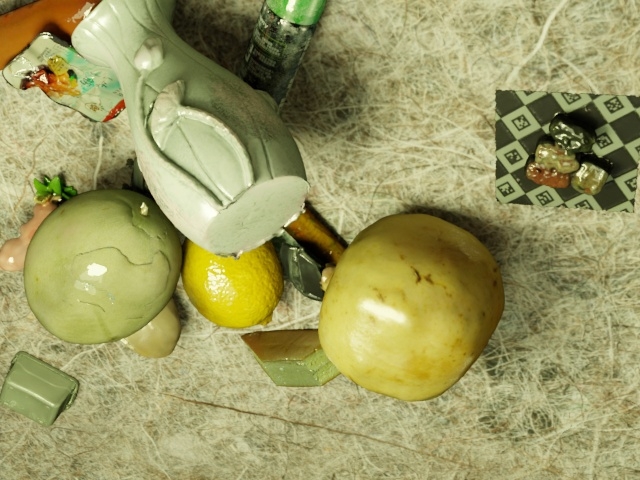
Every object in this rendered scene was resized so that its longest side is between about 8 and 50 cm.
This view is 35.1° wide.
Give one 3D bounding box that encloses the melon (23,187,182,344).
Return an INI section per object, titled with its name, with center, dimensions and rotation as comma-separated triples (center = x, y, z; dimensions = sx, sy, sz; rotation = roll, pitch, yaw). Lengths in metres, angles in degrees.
[melon]
center = -0.386, 0.040, 1.812
dimensions = 0.268, 0.268, 0.330
rotation = 36, 132, -9

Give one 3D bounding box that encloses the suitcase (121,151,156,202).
[suitcase]
center = -0.299, -0.112, 1.889
dimensions = 0.126, 0.059, 0.086
rotation = 22, 132, 3

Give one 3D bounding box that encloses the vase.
[vase]
center = -0.210, -0.200, 1.576
dimensions = 0.445, 0.250, 0.250
rotation = 55, 133, 20

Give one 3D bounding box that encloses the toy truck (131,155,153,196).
[toy truck]
center = -0.215, -0.122, 1.784
dimensions = 0.224, 0.147, 0.165
rotation = 22, 122, -2

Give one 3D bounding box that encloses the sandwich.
[sandwich]
center = -0.047, 0.237, 2.048
dimensions = 0.258, 0.096, 0.094
rotation = -6, 129, 27

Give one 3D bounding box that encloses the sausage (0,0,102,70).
[sausage]
center = -0.482, -0.364, 1.739
dimensions = 0.348, 0.094, 0.097
rotation = -11, 121, 26

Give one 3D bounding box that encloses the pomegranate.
[pomegranate]
center = 0.147, 0.109, 1.732
dimensions = 0.332, 0.333, 0.333
rotation = 10, 129, 13

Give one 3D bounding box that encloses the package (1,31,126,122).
[package]
center = -0.426, -0.276, 1.760
dimensions = 0.166, 0.040, 0.232
rotation = -25, 144, 35

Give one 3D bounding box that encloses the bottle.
[bottle]
center = -0.066, -0.317, 1.622
dimensions = 0.093, 0.093, 0.330
rotation = 26, 131, -1

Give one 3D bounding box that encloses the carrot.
[carrot]
center = 0.000, 0.000, 1.869
dimensions = 0.314, 0.066, 0.066
rotation = 43, 128, -19

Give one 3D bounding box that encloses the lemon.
[lemon]
center = -0.166, 0.058, 1.889
dimensions = 0.188, 0.188, 0.257
rotation = -19, 111, 31

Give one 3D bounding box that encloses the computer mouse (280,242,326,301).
[computer mouse]
center = -0.022, 0.067, 1.875
dimensions = 0.105, 0.062, 0.192
rotation = 33, 170, 30

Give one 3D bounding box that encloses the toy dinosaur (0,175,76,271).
[toy dinosaur]
center = -0.545, -0.031, 1.966
dimensions = 0.194, 0.177, 0.152
rotation = -13, 121, 26

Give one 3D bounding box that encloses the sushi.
[sushi]
center = 0.393, -0.130, 1.627
dimensions = 0.231, 0.047, 0.220
rotation = 5, 127, 17

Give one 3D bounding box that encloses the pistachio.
[pistachio]
center = -0.368, 0.140, 2.056
dimensions = 0.126, 0.152, 0.223
rotation = -33, 92, 40

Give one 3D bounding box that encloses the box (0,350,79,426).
[box]
center = -0.664, 0.354, 2.361
dimensions = 0.172, 0.093, 0.124
rotation = 27, 130, -2
